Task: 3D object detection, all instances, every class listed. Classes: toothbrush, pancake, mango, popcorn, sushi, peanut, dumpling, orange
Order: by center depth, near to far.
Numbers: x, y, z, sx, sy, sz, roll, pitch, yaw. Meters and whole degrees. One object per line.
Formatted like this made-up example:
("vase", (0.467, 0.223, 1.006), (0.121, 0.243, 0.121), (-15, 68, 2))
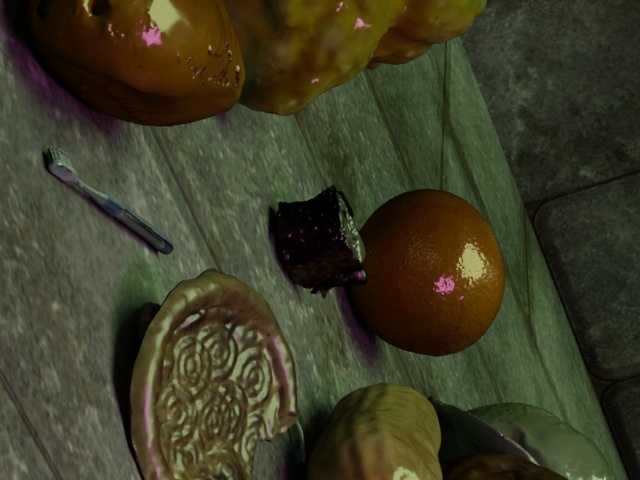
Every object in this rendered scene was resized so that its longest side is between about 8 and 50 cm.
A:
("pancake", (-0.086, 0.134, 1.501), (0.212, 0.029, 0.235), (49, 45, -41))
("mango", (-0.142, -0.166, 1.504), (0.156, 0.151, 0.248), (42, 0, 31))
("toothbrush", (-0.172, -0.029, 1.510), (0.219, 0.016, 0.019), (43, 24, -62))
("toothbrush", (-0.030, 0.162, 1.835), (0.011, 0.013, 0.131), (67, 10, -65))
("peanut", (0.057, 0.232, 1.864), (0.319, 0.147, 0.148), (-61, 133, -80))
("popcorn", (-0.011, -0.325, 1.932), (0.334, 0.292, 0.293), (67, 19, -6))
("sushi", (-0.001, -0.001, 1.998), (0.098, 0.084, 0.094), (64, 12, -49))
("orange", (0.129, 0.038, 2.227), (0.206, 0.206, 0.206), (-17, 90, -76))
("dumpling", (0.258, 0.304, 2.321), (0.212, 0.320, 0.270), (-26, 110, -44))

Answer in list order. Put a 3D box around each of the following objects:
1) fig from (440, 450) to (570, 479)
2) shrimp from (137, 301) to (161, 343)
("fig", (0.272, 0.353, 2.044), (0.286, 0.368, 0.286), (-18, 90, -78))
("shrimp", (-0.110, 0.115, 1.537), (0.091, 0.034, 0.161), (-87, 155, -56))
